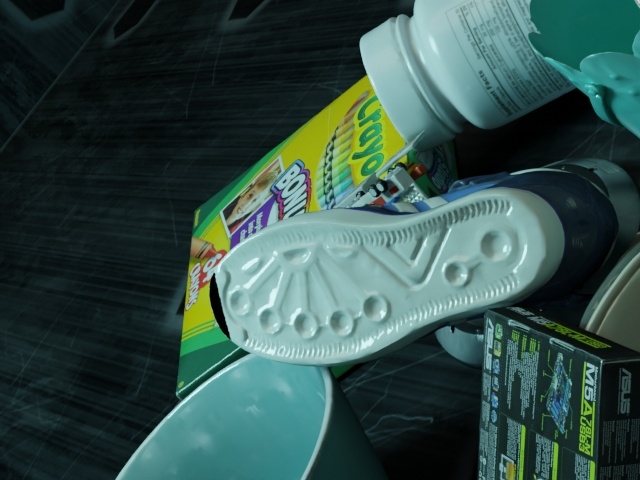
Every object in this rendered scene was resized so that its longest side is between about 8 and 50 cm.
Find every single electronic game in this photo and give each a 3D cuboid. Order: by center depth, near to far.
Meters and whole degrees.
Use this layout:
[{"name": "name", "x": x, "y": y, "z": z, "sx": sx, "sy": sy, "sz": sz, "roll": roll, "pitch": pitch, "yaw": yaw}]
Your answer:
[{"name": "electronic game", "x": 0.194, "y": 0.019, "z": 1.683, "sx": 0.229, "sy": 0.048, "sz": 0.229, "roll": -31, "pitch": 35, "yaw": 25}]

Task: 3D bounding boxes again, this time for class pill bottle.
[{"name": "pill bottle", "x": 0.192, "y": -0.209, "z": 1.844, "sx": 0.283, "sy": 0.160, "sz": 0.160, "roll": -26, "pitch": 29, "yaw": 17}]

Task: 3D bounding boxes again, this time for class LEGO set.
[{"name": "LEGO set", "x": 0.028, "y": -0.014, "z": 1.735, "sx": 0.182, "sy": 0.060, "sz": 0.244, "roll": -40, "pitch": 2, "yaw": 15}]

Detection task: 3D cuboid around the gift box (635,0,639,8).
[{"name": "gift box", "x": 0.375, "y": -0.106, "z": 1.248, "sx": 0.258, "sy": 0.255, "sz": 0.276, "roll": -36, "pitch": 61, "yaw": 20}]

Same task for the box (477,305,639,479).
[{"name": "box", "x": 0.173, "y": 0.157, "z": 1.370, "sx": 0.184, "sy": 0.045, "sz": 0.191, "roll": -160, "pitch": 69, "yaw": -65}]

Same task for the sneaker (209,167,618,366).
[{"name": "sneaker", "x": 0.095, "y": 0.020, "z": 1.581, "sx": 0.322, "sy": 0.130, "sz": 0.236, "roll": -14, "pitch": -2, "yaw": 27}]

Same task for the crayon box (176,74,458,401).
[{"name": "crayon box", "x": 0.000, "y": 0.000, "z": 1.976, "sx": 0.313, "sy": 0.106, "sz": 0.363, "roll": -38, "pitch": 25, "yaw": 21}]

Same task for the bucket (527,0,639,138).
[{"name": "bucket", "x": 0.337, "y": -0.201, "z": 1.613, "sx": 0.281, "sy": 0.183, "sz": 0.281, "roll": -38, "pitch": 25, "yaw": 21}]

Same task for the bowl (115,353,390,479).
[{"name": "bowl", "x": -0.053, "y": 0.258, "z": 1.588, "sx": 0.311, "sy": 0.163, "sz": 0.311, "roll": -37, "pitch": 26, "yaw": 22}]

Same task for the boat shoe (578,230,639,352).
[{"name": "boat shoe", "x": 0.312, "y": 0.003, "z": 1.452, "sx": 0.335, "sy": 0.112, "sz": 0.095, "roll": -47, "pitch": 5, "yaw": -12}]
